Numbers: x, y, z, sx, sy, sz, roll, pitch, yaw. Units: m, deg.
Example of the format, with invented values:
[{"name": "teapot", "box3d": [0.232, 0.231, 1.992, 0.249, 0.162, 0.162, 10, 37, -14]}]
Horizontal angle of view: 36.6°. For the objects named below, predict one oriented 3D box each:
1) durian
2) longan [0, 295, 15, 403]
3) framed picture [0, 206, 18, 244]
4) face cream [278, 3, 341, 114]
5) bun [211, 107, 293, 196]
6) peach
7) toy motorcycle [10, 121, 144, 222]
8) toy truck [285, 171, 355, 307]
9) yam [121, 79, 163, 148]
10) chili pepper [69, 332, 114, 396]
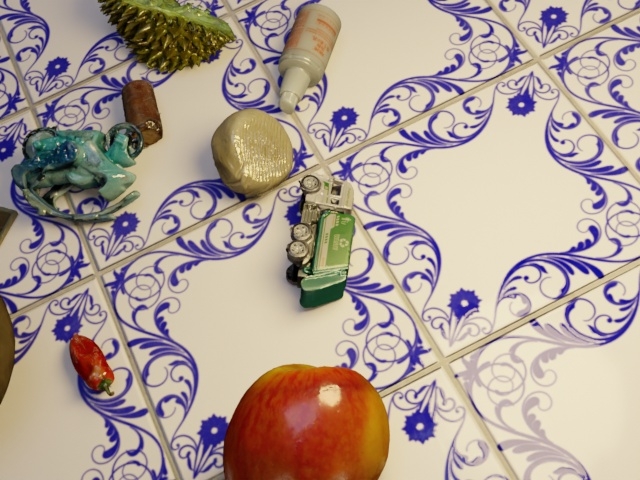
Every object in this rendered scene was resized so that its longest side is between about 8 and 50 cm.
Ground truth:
[{"name": "durian", "box3d": [-0.371, -0.512, 2.166, 0.394, 0.163, 0.198, 33, 68, 33]}, {"name": "longan", "box3d": [-0.729, 0.195, 1.705, 0.405, 0.336, 0.404, -1, 89, 35]}, {"name": "framed picture", "box3d": [-0.776, -0.009, 2.018, 0.250, 0.016, 0.184, 11, 62, 17]}, {"name": "face cream", "box3d": [-0.036, -0.377, 2.044, 0.101, 0.101, 0.251, 10, 61, 17]}, {"name": "bun", "box3d": [-0.145, -0.169, 1.929, 0.113, 0.167, 0.173, -23, 34, 50]}, {"name": "peach", "box3d": [-0.019, 0.330, 1.536, 0.281, 0.238, 0.280, 1, 86, -20]}, {"name": "toy motorcycle", "box3d": [-0.488, -0.138, 1.974, 0.260, 0.154, 0.206, -1, 82, 6]}, {"name": "toy truck", "box3d": [0.000, 0.000, 1.805, 0.124, 0.114, 0.253, 10, 61, 2]}, {"name": "yam", "box3d": [-0.381, -0.269, 2.064, 0.079, 0.079, 0.141, -18, 57, 0]}, {"name": "chili pepper", "box3d": [-0.420, 0.231, 1.781, 0.059, 0.050, 0.191, -37, 47, -8]}]
